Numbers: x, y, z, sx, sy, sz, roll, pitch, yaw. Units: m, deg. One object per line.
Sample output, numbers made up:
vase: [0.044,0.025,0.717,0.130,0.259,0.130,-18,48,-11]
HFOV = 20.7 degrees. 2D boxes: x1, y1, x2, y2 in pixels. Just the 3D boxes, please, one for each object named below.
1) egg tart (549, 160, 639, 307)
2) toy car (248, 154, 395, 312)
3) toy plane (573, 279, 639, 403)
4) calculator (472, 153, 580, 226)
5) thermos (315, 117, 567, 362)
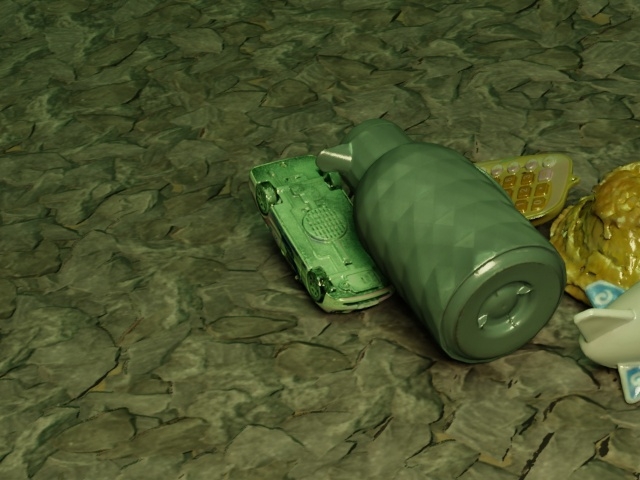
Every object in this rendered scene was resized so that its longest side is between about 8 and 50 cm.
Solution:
egg tart: [0.346,-0.010,1.771,0.241,0.105,0.241,-7,33,4]
toy car: [0.000,0.000,1.861,0.090,0.076,0.224,-14,49,-22]
toy plane: [0.363,0.050,1.609,0.267,0.122,0.266,-8,63,17]
calculator: [0.167,-0.040,1.895,0.237,0.033,0.157,-11,27,22]
thermos: [0.126,-0.019,1.748,0.182,0.145,0.286,-3,38,-31]
